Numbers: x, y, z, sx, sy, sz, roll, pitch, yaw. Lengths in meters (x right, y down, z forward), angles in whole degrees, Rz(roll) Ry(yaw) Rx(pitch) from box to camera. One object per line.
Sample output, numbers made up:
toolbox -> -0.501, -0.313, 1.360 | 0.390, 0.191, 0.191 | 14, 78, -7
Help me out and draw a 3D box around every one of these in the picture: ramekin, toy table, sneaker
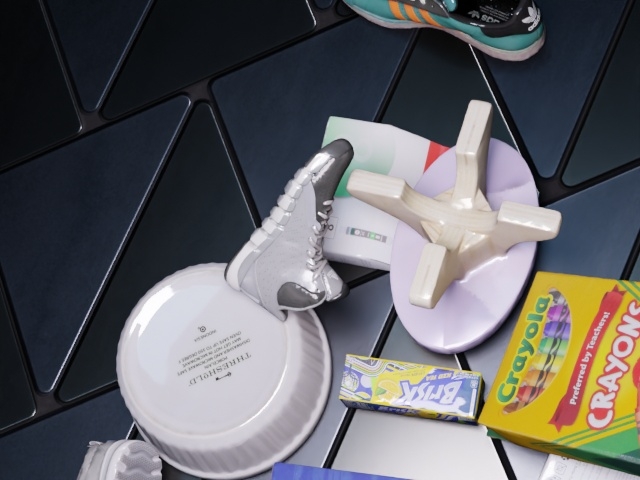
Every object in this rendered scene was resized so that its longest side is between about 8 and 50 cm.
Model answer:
ramekin -> -0.127, 0.151, 1.730 | 0.272, 0.127, 0.273 | -4, 71, 11
toy table -> 0.166, -0.017, 1.665 | 0.252, 0.161, 0.274 | 2, 71, 15
sneaker -> 0.000, 0.000, 1.630 | 0.132, 0.086, 0.229 | 41, 112, 9
sneaker -> -0.272, 0.380, 1.723 | 0.115, 0.105, 0.281 | 4, 75, 49
sneaker -> 0.150, -0.331, 1.830 | 0.302, 0.121, 0.108 | 20, 77, 17

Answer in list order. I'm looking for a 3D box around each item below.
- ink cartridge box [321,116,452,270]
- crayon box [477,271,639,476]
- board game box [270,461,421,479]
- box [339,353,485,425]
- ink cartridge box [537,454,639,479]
ink cartridge box -> 0.100, -0.052, 1.789 | 0.224, 0.056, 0.181 | 9, 76, 16
crayon box -> 0.307, 0.147, 1.576 | 0.318, 0.081, 0.202 | 4, 68, 53
board game box -> 0.085, 0.390, 1.502 | 0.318, 0.066, 0.318 | 6, 38, 0
box -> 0.112, 0.182, 1.709 | 0.168, 0.054, 0.059 | 7, 74, 13
ink cartridge box -> 0.380, 0.253, 1.631 | 0.208, 0.045, 0.206 | 25, 79, 12
